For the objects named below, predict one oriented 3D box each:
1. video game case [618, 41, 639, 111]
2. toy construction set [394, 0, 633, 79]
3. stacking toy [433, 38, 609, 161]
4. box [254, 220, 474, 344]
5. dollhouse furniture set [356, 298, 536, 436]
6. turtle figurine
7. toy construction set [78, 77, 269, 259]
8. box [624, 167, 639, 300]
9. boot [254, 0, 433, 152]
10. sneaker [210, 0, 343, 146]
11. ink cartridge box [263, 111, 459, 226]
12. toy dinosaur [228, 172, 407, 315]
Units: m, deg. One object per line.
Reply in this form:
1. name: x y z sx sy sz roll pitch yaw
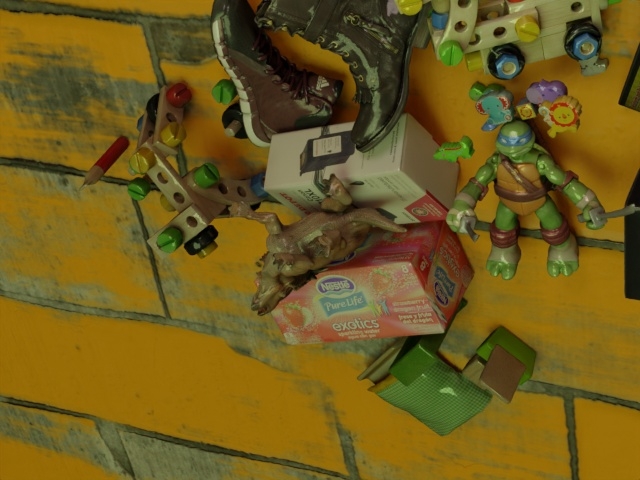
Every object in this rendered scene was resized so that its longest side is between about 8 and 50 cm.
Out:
1. video game case: 0.498 -0.170 1.540 0.248 0.035 0.275 22 175 11
2. toy construction set: 0.254 -0.312 1.572 0.328 0.151 0.215 -5 127 17
3. stacking toy: 0.265 -0.187 1.678 0.221 0.167 0.052 -13 120 37
4. box: 0.068 0.061 2.012 0.300 0.154 0.142 -7 123 35
5. dollhouse furniture set: 0.188 0.254 2.109 0.197 0.151 0.301 37 136 -4
6. turtle figurine: 0.288 -0.018 1.764 0.274 0.198 0.266 57 173 38
7. toy construction set: -0.254 -0.090 2.004 0.309 0.237 0.257 -2 125 32
8. box: 0.554 -0.004 1.689 0.270 0.143 0.165 8 130 24
9. boot: 0.019 -0.268 1.698 0.229 0.091 0.263 17 105 -15
10. sneaker: -0.051 -0.257 1.857 0.163 0.106 0.281 3 139 21
11. ink cartridge box: 0.061 -0.096 1.873 0.237 0.100 0.172 -6 154 33
12. toy dinosaur: 0.000 0.000 1.852 0.296 0.127 0.200 -19 159 20
